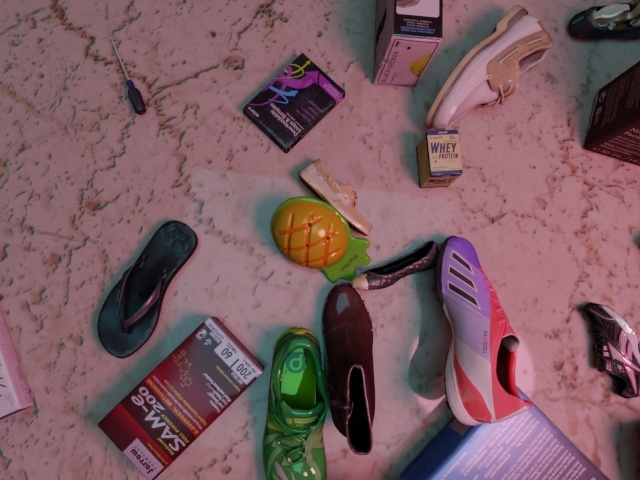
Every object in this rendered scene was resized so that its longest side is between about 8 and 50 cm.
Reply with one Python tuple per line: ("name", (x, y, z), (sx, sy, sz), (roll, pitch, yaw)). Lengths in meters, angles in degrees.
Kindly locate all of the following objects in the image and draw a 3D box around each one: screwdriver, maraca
("screwdriver", (-0.365, -0.312, 0.909), (0.024, 0.025, 0.169), (-24, 83, -6))
("maraca", (0.000, 0.000, 0.836), (0.186, 0.099, 0.127), (36, 118, -11))

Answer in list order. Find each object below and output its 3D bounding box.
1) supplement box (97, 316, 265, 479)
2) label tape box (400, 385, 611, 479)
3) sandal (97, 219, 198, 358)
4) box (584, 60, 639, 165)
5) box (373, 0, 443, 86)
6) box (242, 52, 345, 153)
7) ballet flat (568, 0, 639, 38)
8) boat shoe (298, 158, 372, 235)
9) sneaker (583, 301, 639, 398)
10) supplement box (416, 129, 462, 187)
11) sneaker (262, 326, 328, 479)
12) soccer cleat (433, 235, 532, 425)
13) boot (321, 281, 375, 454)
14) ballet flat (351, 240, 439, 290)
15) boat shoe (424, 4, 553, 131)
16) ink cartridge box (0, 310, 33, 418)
("supplement box", (-0.223, 0.254, 0.798), (0.130, 0.073, 0.239), (45, 83, 4))
("label tape box", (0.332, 0.429, 0.775), (0.240, 0.106, 0.333), (-43, 85, -9))
("sandal", (-0.305, 0.077, 0.832), (0.097, 0.054, 0.254), (25, 81, 2))
("box", (0.621, -0.231, 0.755), (0.191, 0.381, 0.143), (18, 81, 0))
("box", (0.157, -0.451, 0.883), (0.087, 0.169, 0.289), (4, 79, -4))
("box", (-0.049, -0.259, 0.911), (0.116, 0.029, 0.162), (43, 83, 5))
("ballet flat", (0.594, -0.435, 0.946), (0.203, 0.074, 0.074), (-7, 81, -4))
("boat shoe", (0.036, -0.081, 0.868), (0.170, 0.063, 0.059), (44, 88, 6))
("sneaker", (0.510, 0.195, 0.842), (0.077, 0.072, 0.178), (-31, 77, 4))
("supplement box", (0.213, -0.146, 0.875), (0.056, 0.083, 0.083), (-4, 81, -3))
("sneaker", (-0.043, 0.290, 0.773), (0.110, 0.123, 0.295), (-3, 81, -3))
("soccer cleat", (0.259, 0.126, 0.776), (0.109, 0.116, 0.318), (27, 53, -33))
("boot", (0.053, 0.182, 0.752), (0.090, 0.207, 0.248), (-2, 81, -3))
("ballet flat", (0.130, 0.044, 0.849), (0.173, 0.057, 0.049), (-20, 116, -16))
("boat shoe", (0.315, -0.304, 0.891), (0.103, 0.113, 0.302), (40, 80, 10))
("ink cartridge box", (-0.568, 0.201, 0.805), (0.097, 0.046, 0.207), (-23, 82, -7))
